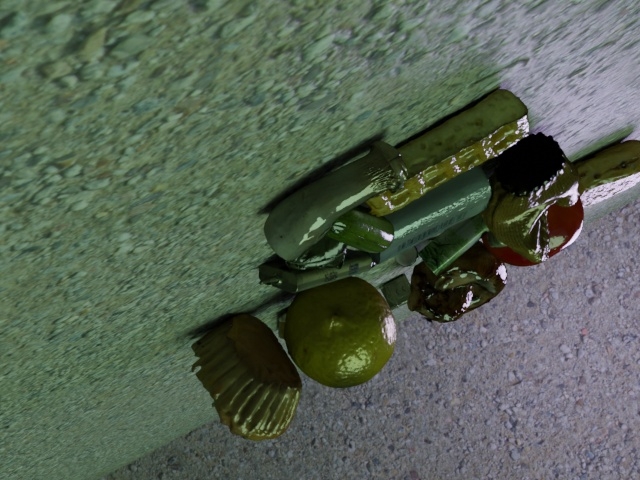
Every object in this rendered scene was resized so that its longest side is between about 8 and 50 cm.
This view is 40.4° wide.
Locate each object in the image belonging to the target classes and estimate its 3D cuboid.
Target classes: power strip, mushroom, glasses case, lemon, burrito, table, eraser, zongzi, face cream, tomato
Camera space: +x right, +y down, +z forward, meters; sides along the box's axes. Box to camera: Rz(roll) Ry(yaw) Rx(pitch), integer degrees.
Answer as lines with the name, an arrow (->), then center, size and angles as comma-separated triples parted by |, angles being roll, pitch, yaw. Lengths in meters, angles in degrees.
power strip -> -0.017, 0.053, 1.569 | 0.092, 0.034, 0.268 | 17, -161, 37
mushroom -> 0.019, -0.058, 1.197 | 0.223, 0.081, 0.092 | -36, 147, 25
glasses case -> 0.339, -0.032, 1.901 | 0.272, 0.062, 0.095 | -40, 166, 6
lemon -> 0.043, 0.194, 1.878 | 0.267, 0.267, 0.267 | -26, 168, -6
mushroom -> 0.336, 0.099, 2.234 | 0.283, 0.195, 0.263 | -23, 162, -40
burrito -> 0.402, -0.014, 1.936 | 0.188, 0.045, 0.058 | 115, 0, -87
table -> 0.220, 0.148, 2.459 | 0.083, 0.079, 0.062 | -27, 169, 3
eraser -> 0.190, -0.048, 1.595 | 0.227, 0.081, 0.174 | -25, 164, -6
zongzi -> 0.000, 0.000, 1.482 | 0.109, 0.055, 0.119 | -4, 136, -27
face cream -> 0.226, 0.030, 2.058 | 0.092, 0.058, 0.244 | -45, 168, 14
tomato -> 0.513, -0.037, 2.100 | 0.260, 0.179, 0.260 | -28, 170, -5

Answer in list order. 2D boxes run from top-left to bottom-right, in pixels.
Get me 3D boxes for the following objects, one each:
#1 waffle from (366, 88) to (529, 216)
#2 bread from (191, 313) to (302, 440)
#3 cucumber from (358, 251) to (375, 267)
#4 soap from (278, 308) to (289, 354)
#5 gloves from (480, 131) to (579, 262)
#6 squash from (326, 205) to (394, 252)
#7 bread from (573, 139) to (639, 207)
waffle -> 0.181, -0.126, 1.306 | 0.274, 0.057, 0.168 | -29, 168, 9
bread -> -0.143, 0.284, 1.822 | 0.149, 0.274, 0.274 | -43, 163, 22
cucumber -> 0.091, 0.043, 1.855 | 0.039, 0.039, 0.168 | -32, 165, 20
soap -> -0.016, 0.204, 2.169 | 0.174, 0.089, 0.274 | -25, 167, -9
gloves -> 0.409, -0.087, 1.710 | 0.203, 0.155, 0.356 | -42, 148, -7
squash -> 0.059, -0.023, 1.400 | 0.069, 0.069, 0.239 | -32, 158, 19
bread -> 0.705, -0.166, 2.187 | 0.235, 0.099, 0.210 | -20, 165, -6
